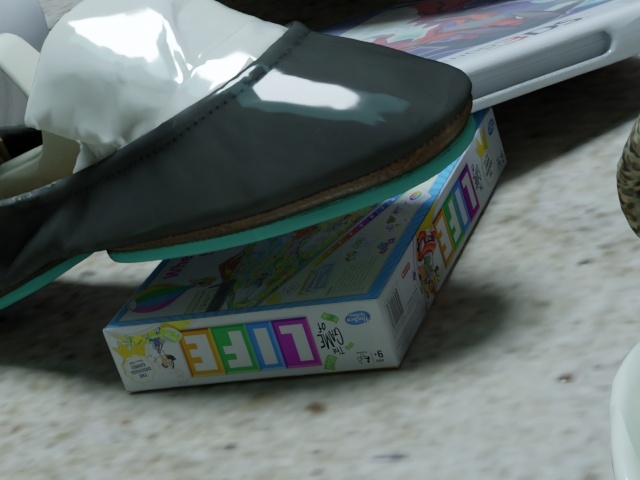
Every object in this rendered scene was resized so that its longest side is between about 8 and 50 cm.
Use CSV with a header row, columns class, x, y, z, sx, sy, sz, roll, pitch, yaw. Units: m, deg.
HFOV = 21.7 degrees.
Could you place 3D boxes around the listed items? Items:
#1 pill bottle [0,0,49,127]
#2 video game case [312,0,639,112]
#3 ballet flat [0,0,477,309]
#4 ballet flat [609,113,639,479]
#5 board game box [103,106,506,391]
class,x,y,z,sx,sy,sz,roll,pitch,yaw
pill bottle,-0.258,-0.051,0.760,0.153,0.153,0.264,6,32,44
video game case,0.034,-0.078,0.724,0.183,0.023,0.201,-20,15,-21
ballet flat,-0.080,-0.033,0.588,0.280,0.096,0.095,-17,22,37
ballet flat,0.147,0.042,0.282,0.182,0.164,0.483,-38,15,8
board game box,0.000,0.000,0.612,0.103,0.026,0.154,-7,25,25
